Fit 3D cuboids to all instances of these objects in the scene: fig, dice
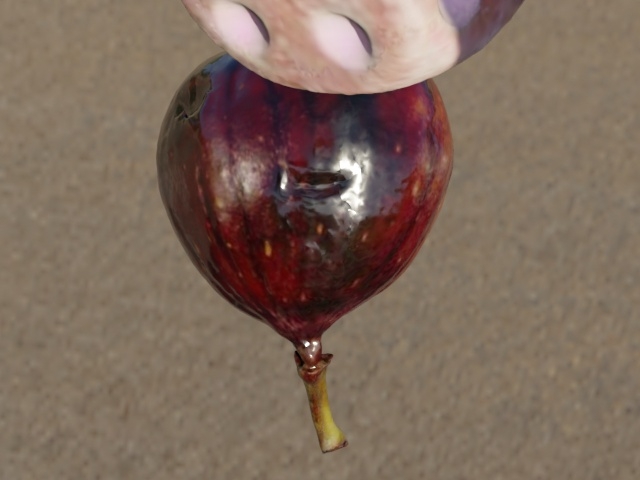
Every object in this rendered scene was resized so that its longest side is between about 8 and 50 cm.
[{"bbox_3d":[-0.013,-0.009,1.284,0.186,0.204,0.249,18,66,-33],"label":"fig"},{"bbox_3d":[0.010,-0.105,0.596,0.093,0.091,0.094,12,47,39],"label":"dice"}]
